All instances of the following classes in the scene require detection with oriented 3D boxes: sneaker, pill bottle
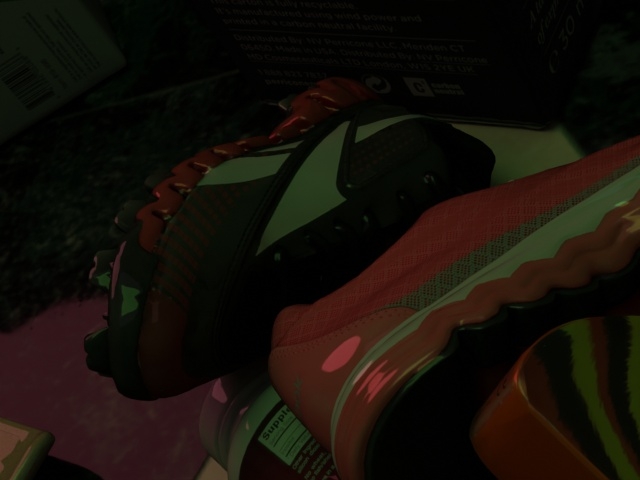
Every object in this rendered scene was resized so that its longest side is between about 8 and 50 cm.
[{"bbox_3d":[0.111,-0.001,0.676,0.313,0.116,0.136,-28,33,-23],"label":"sneaker"},{"bbox_3d":[0.012,0.112,0.709,0.086,0.086,0.152,-48,46,-11],"label":"pill bottle"},{"bbox_3d":[0.000,-0.001,0.743,0.135,0.098,0.276,16,31,25],"label":"sneaker"}]

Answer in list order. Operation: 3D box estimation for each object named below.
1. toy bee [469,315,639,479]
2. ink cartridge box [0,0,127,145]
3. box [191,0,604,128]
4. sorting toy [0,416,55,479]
[{"bbox_3d":[0.195,0.142,0.551,0.162,0.298,0.195,-27,2,-29],"label":"toy bee"},{"bbox_3d":[-0.261,-0.133,1.019,0.208,0.153,0.087,-31,45,4],"label":"ink cartridge box"},{"bbox_3d":[0.023,-0.299,0.814,0.212,0.395,0.294,8,60,35],"label":"box"},{"bbox_3d":[-0.257,0.175,0.857,0.208,0.038,0.193,8,60,40],"label":"sorting toy"}]
